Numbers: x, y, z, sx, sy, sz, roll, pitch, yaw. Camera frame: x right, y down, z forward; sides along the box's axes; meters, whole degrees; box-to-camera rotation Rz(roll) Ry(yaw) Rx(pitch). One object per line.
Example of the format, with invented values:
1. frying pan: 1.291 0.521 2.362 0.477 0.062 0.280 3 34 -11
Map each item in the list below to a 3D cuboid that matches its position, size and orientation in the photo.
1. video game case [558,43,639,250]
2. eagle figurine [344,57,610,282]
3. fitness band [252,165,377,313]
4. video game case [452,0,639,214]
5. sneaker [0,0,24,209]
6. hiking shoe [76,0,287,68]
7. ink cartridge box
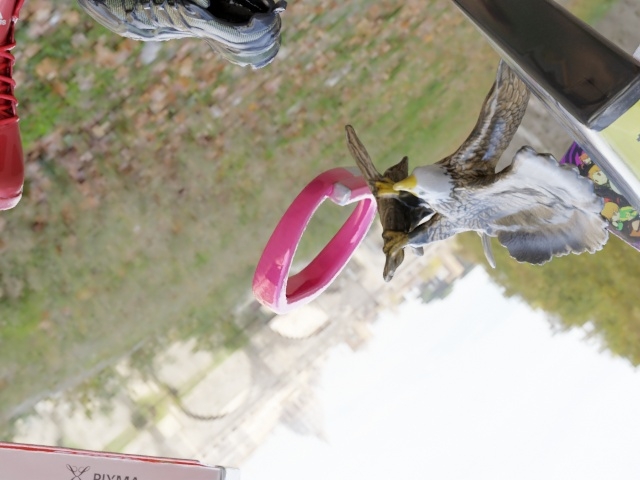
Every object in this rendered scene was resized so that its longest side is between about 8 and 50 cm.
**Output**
1. video game case: 0.429 -0.105 1.393 0.232 0.210 0.042 -58 166 18
2. eagle figurine: 0.165 -0.071 1.137 0.298 0.226 0.225 -32 -166 38
3. fitness band: 0.000 0.000 1.552 0.209 0.054 0.291 -63 165 15
4. video game case: 0.173 -0.037 0.595 0.035 0.248 0.275 -43 -155 11
5. sneaker: -0.289 -0.143 0.947 0.087 0.221 0.128 -7 150 -42
6. hiking shoe: -0.144 -0.258 1.157 0.114 0.227 0.086 114 -11 -65
7. ink cartridge box: -0.244 0.268 1.263 0.239 0.275 0.060 64 30 -76
